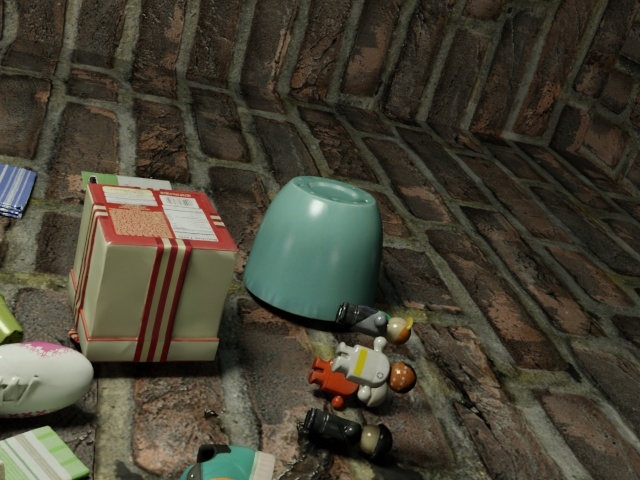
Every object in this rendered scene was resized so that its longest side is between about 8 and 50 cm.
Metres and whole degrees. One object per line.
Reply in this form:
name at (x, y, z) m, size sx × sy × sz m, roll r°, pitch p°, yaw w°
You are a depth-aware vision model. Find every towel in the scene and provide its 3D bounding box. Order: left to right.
towel at (-0.810, -0.133, 1.808) m, size 0.336 × 0.040 × 0.243 m, roll 11°, pitch 23°, yaw -17°
towel at (-0.409, 0.312, 1.121) m, size 0.113 × 0.023 × 0.152 m, roll 36°, pitch 28°, yaw 32°

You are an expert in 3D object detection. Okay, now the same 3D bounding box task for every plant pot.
plant pot at (-0.529, 0.141, 1.348) m, size 0.079 × 0.083 × 0.083 m, roll 39°, pitch 30°, yaw 18°
plant pot at (0.000, 0.000, 1.747) m, size 0.293 × 0.235 × 0.293 m, roll 13°, pitch 17°, yaw -4°

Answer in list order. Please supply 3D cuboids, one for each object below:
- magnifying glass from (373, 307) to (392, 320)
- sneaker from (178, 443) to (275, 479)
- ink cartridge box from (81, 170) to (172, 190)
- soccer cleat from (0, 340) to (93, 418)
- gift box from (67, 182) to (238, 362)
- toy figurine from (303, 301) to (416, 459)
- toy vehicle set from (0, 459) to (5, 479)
magnifying glass at (0.043, 0.157, 1.736) m, size 0.231 × 0.026 × 0.092 m, roll 13°, pitch 24°, yaw -12°
sneaker at (-0.138, 0.363, 1.057) m, size 0.121 × 0.108 × 0.302 m, roll 15°, pitch 16°, yaw 0°
ink cartridge box at (-0.452, -0.102, 1.923) m, size 0.209 × 0.062 × 0.109 m, roll 6°, pitch 26°, yaw -21°
soccer cleat at (-0.493, 0.206, 1.157) m, size 0.331 × 0.116 × 0.143 m, roll 3°, pitch 6°, yaw -12°
gift box at (-0.295, 0.060, 1.437) m, size 0.255 × 0.258 × 0.276 m, roll 6°, pitch 25°, yaw -22°
toy figurine at (0.074, 0.229, 1.375) m, size 0.148 × 0.209 × 0.213 m, roll 20°, pitch 24°, yaw -6°
toy vehicle set at (-0.530, 0.278, 0.980) m, size 0.267 × 0.035 × 0.166 m, roll 8°, pitch 15°, yaw 30°
